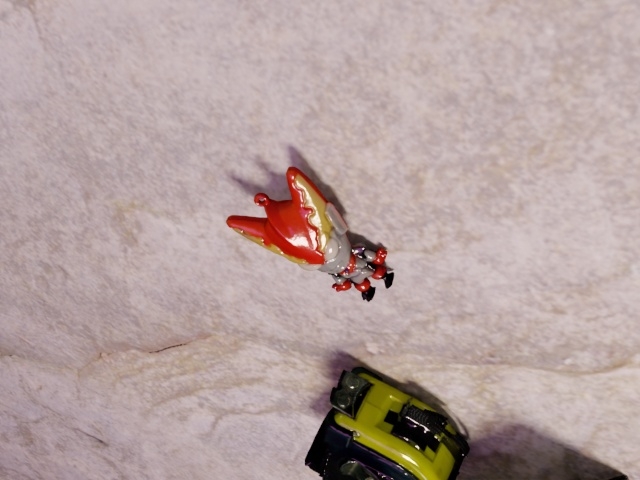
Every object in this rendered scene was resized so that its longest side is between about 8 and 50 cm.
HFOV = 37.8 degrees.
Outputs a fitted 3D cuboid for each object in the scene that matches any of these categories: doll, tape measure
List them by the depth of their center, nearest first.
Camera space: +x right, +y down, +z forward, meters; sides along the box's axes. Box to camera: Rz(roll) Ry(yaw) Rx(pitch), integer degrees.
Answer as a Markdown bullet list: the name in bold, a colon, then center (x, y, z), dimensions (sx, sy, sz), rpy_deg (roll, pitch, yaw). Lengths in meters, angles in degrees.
- **doll**: center (0.000, 0.000, 0.949), dimensions (0.169, 0.057, 0.109), rpy_deg (32, 132, -26)
- **tape measure**: center (0.084, 0.261, 1.155), dimensions (0.186, 0.112, 0.199), rpy_deg (24, 145, 7)

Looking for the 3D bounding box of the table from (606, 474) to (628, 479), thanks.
- **table**: center (0.252, 0.446, 1.086), dimensions (0.282, 0.196, 0.250), rpy_deg (-42, 64, 54)
